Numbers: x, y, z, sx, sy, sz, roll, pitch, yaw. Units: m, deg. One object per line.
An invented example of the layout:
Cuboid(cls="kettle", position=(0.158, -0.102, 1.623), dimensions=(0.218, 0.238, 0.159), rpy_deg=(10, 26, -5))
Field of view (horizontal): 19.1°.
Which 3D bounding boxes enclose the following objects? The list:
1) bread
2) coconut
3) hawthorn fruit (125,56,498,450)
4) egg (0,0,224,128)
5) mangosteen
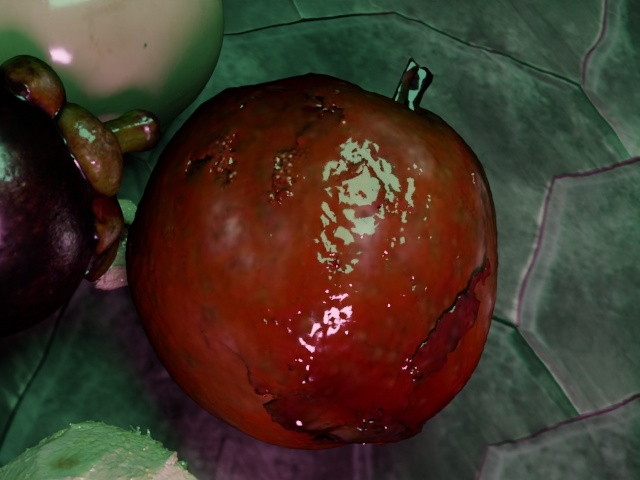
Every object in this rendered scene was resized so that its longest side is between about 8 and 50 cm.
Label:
Cuboid(cls="bread", position=(-0.170, 0.002, 1.576), dimensions=(0.070, 0.035, 0.083), rpy_deg=(-9, 50, -33))
Cuboid(cls="coconut", position=(-0.150, 0.220, 1.270), dimensions=(0.194, 0.194, 0.194), rpy_deg=(13, 44, -13))
Cuboid(cls="hawthorn fruit", position=(-0.010, 0.014, 1.465), dimensions=(0.316, 0.316, 0.316), rpy_deg=(13, 44, -13))
Cuboid(cls="egg", position=(-0.206, -0.177, 1.601), dimensions=(0.269, 0.219, 0.219), rpy_deg=(-9, 52, -36))
Cuboid(cls="mangosteen", position=(-0.234, -0.041, 1.443), dimensions=(0.250, 0.211, 0.211), rpy_deg=(-27, 60, -13))
